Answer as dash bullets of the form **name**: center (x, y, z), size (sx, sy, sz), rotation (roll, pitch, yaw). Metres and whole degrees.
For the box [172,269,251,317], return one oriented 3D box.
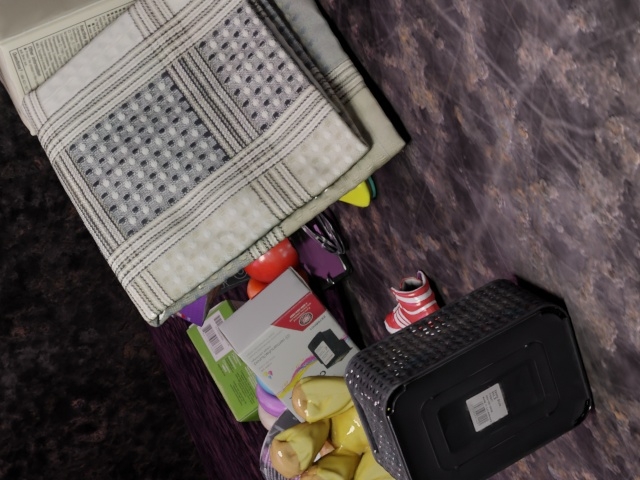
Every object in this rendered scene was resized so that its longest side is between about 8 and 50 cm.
- **box**: center (-0.254, -0.014, 2.138), size (0.247, 0.163, 0.142), rotation (67, 163, -10)

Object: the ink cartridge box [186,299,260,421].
- **ink cartridge box**: center (-0.095, 0.210, 2.147), size (0.189, 0.097, 0.255), rotation (58, -162, 19)

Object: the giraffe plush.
- **giraffe plush**: center (0.037, 0.229, 1.544), size (0.181, 0.210, 0.170), rotation (39, 170, -2)

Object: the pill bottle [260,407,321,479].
- **pill bottle**: center (0.048, 0.322, 1.662), size (0.245, 0.130, 0.130), rotation (24, 144, 32)

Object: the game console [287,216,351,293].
- **game console**: center (0.000, 0.000, 1.599), size (0.107, 0.071, 0.122), rotation (-35, 81, 45)

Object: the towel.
- **towel**: center (-0.118, -0.123, 1.235), size (0.312, 0.324, 0.056), rotation (57, -174, 24)

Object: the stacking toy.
- **stacking toy**: center (-0.045, 0.119, 1.762), size (0.141, 0.141, 0.330), rotation (43, 149, 53)

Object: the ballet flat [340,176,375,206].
- **ballet flat**: center (-0.027, -0.105, 1.383), size (0.231, 0.077, 0.077), rotation (53, 161, 35)

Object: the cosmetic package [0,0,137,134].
- **cosmetic package**: center (-0.226, -0.260, 1.377), size (0.129, 0.296, 0.153), rotation (55, 162, 34)

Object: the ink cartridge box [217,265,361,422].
- **ink cartridge box**: center (-0.032, 0.140, 1.630), size (0.175, 0.127, 0.072), rotation (52, 176, -40)

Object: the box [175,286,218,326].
- **box**: center (-0.140, -0.010, 1.710), size (0.057, 0.201, 0.293), rotation (26, 161, 1)

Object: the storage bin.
- **storage bin**: center (0.127, 0.127, 1.050), size (0.084, 0.180, 0.122), rotation (31, 145, 62)

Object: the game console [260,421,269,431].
- **game console**: center (-0.109, 0.322, 2.358), size (0.213, 0.044, 0.361), rotation (49, 172, -15)

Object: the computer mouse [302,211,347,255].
- **computer mouse**: center (-0.031, -0.089, 1.520), size (0.071, 0.041, 0.242), rotation (-25, 97, 56)

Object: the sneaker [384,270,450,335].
- **sneaker**: center (0.094, 0.068, 1.330), size (0.067, 0.042, 0.118), rotation (62, 158, -10)
